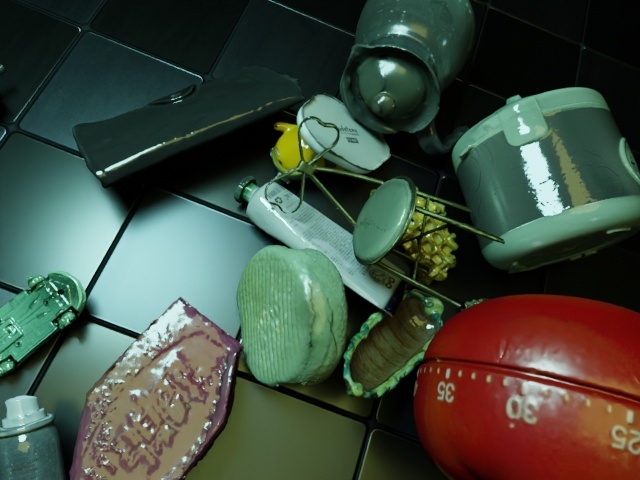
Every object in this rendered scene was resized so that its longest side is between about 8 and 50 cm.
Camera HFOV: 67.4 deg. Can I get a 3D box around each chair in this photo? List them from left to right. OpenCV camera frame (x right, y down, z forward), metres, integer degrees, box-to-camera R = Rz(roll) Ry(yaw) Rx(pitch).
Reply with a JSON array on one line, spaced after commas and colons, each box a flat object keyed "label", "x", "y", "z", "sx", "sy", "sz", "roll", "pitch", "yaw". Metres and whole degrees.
[{"label": "chair", "x": 0.091, "y": -0.035, "z": 0.728, "sx": 0.326, "sy": 0.170, "sz": 0.159, "roll": 25, "pitch": 109, "yaw": -20}]

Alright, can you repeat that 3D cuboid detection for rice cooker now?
[{"label": "rice cooker", "x": 0.391, "y": -0.104, "z": 0.842, "sx": 0.289, "sy": 0.288, "sz": 0.276, "roll": -7, "pitch": 71, "yaw": -14}]

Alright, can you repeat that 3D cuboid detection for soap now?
[{"label": "soap", "x": -0.229, "y": 0.246, "z": 0.676, "sx": 0.182, "sy": 0.112, "sz": 0.289, "roll": 36, "pitch": 69, "yaw": 7}]

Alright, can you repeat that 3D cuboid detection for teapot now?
[{"label": "teapot", "x": 0.157, "y": -0.297, "z": 0.902, "sx": 0.224, "sy": 0.305, "sz": 0.285, "roll": 9, "pitch": 52, "yaw": 23}]

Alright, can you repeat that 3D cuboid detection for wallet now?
[{"label": "wallet", "x": -0.223, "y": -0.216, "z": 0.830, "sx": 0.378, "sy": 0.051, "sz": 0.197, "roll": -27, "pitch": 44, "yaw": -18}]

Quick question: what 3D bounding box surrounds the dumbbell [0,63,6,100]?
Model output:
[{"label": "dumbbell", "x": -0.601, "y": -0.221, "z": 0.775, "sx": 0.099, "sy": 0.099, "sz": 0.208, "roll": 39, "pitch": 69, "yaw": 4}]

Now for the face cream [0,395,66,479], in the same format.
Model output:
[{"label": "face cream", "x": -0.354, "y": 0.337, "z": 0.599, "sx": 0.073, "sy": 0.073, "sz": 0.283, "roll": -9, "pitch": 87, "yaw": -14}]

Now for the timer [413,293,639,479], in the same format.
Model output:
[{"label": "timer", "x": 0.320, "y": 0.226, "z": 0.645, "sx": 0.379, "sy": 0.378, "sz": 0.278, "roll": 18, "pitch": 74, "yaw": -5}]

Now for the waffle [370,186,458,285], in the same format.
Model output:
[{"label": "waffle", "x": 0.172, "y": -0.012, "z": 0.882, "sx": 0.161, "sy": 0.046, "sz": 0.191, "roll": 2, "pitch": 72, "yaw": -14}]

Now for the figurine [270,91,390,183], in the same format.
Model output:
[{"label": "figurine", "x": 0.009, "y": -0.160, "z": 0.890, "sx": 0.250, "sy": 0.141, "sz": 0.166, "roll": 3, "pitch": 57, "yaw": -49}]

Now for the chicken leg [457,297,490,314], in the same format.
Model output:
[{"label": "chicken leg", "x": 0.361, "y": 0.136, "z": 0.837, "sx": 0.228, "sy": 0.103, "sz": 0.088, "roll": 11, "pitch": 84, "yaw": -3}]

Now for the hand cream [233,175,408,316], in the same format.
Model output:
[{"label": "hand cream", "x": 0.000, "y": 0.000, "z": 0.808, "sx": 0.336, "sy": 0.076, "sz": 0.121, "roll": 34, "pitch": 37, "yaw": 10}]

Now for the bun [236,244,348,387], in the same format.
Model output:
[{"label": "bun", "x": -0.039, "y": 0.109, "z": 0.729, "sx": 0.108, "sy": 0.221, "sz": 0.221, "roll": 5, "pitch": 66, "yaw": -42}]

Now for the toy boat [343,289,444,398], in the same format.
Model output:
[{"label": "toy boat", "x": 0.098, "y": 0.167, "z": 0.731, "sx": 0.108, "sy": 0.099, "sz": 0.293, "roll": 54, "pitch": 39, "yaw": 7}]

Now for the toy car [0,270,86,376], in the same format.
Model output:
[{"label": "toy car", "x": -0.427, "y": 0.123, "z": 0.706, "sx": 0.186, "sy": 0.058, "sz": 0.093, "roll": -41, "pitch": 83, "yaw": -9}]
